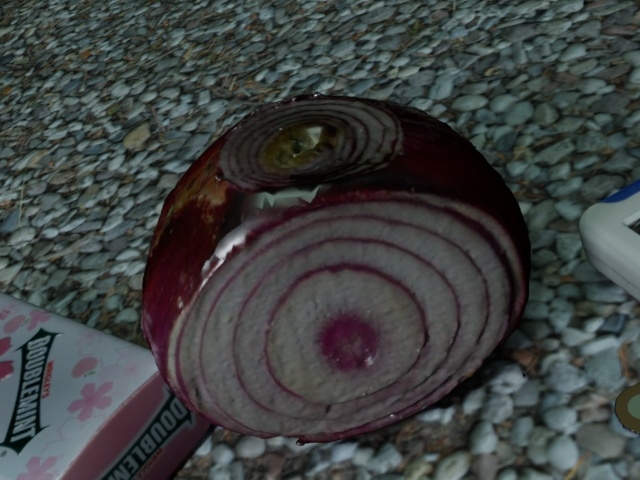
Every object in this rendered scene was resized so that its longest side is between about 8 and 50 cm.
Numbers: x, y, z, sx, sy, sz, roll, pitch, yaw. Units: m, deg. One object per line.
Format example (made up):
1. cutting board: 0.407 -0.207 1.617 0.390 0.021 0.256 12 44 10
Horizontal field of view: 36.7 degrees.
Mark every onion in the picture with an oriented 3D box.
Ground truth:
1. onion: 0.000 0.000 0.859 0.336 0.282 0.260 -23 39 2

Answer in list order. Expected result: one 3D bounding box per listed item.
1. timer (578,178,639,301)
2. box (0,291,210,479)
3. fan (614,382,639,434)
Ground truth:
1. timer: 0.355 0.016 0.804 0.178 0.078 0.253 -29 34 -7
2. box: -0.300 0.163 0.977 0.369 0.112 0.190 13 49 39
3. fan: 0.349 0.128 0.731 0.152 0.008 0.226 -40 38 -22
